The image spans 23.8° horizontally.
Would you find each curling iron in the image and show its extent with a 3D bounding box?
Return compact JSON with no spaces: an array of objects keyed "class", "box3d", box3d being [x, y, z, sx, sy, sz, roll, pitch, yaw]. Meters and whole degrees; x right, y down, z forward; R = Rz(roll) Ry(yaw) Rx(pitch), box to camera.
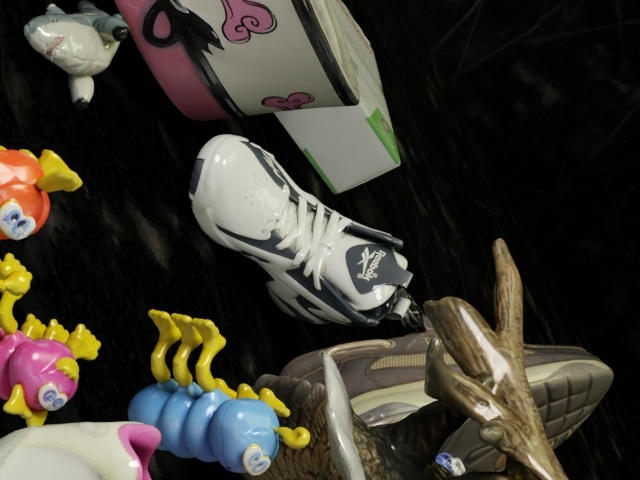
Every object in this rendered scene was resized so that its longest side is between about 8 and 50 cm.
[{"class":"curling iron","box3d":[0.085,0.116,1.636,0.068,0.035,0.274,57,14,-9]}]

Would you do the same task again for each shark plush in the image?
[{"class":"shark plush","box3d":[-0.182,-0.169,1.155,0.067,0.073,0.161,28,30,-12]}]

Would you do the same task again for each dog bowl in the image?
[{"class":"dog bowl","box3d":[-0.105,-0.284,1.323,0.408,0.150,0.408,-20,90,-84]}]

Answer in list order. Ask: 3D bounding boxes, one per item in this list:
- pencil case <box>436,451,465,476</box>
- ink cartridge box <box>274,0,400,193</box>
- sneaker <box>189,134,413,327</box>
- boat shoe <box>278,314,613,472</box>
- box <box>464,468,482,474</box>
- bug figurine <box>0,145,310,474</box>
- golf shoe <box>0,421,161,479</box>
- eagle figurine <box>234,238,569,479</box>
[{"class":"pencil case","box3d":[0.130,0.294,1.150,0.306,0.133,0.119,50,22,15]},{"class":"ink cartridge box","box3d":[0.006,-0.189,1.762,0.160,0.092,0.219,53,18,-39]},{"class":"sneaker","box3d":[0.000,0.000,1.275,0.094,0.153,0.235,-57,138,-28]},{"class":"boat shoe","box3d":[0.115,0.122,1.322,0.355,0.132,0.130,-1,44,-42]},{"class":"box","box3d":[0.120,0.283,1.351,0.113,0.094,0.275,52,19,-37]},{"class":"bug figurine","box3d":[-0.138,0.029,0.702,0.279,0.216,0.072,51,56,-41]},{"class":"golf shoe","box3d":[-0.074,0.214,0.703,0.306,0.140,0.115,60,13,-21]},{"class":"eagle figurine","box3d":[0.028,0.175,0.931,0.225,0.298,0.226,49,32,-5]}]
